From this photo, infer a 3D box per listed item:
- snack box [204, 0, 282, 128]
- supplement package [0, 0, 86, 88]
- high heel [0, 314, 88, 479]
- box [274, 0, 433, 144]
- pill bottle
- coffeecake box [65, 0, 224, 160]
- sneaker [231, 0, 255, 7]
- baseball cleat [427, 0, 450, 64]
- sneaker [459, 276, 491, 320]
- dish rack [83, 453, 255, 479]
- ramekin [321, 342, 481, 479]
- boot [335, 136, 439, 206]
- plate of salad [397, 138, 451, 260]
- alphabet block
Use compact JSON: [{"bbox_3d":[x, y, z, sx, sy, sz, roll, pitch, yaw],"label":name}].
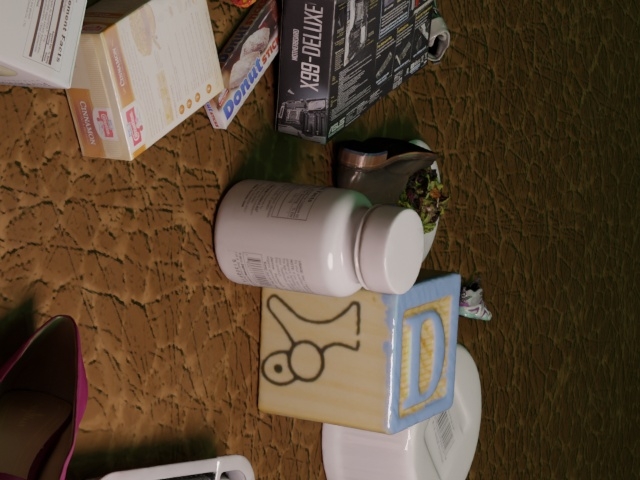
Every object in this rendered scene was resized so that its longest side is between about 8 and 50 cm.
[{"bbox_3d":[-0.092,-0.215,1.798,0.178,0.022,0.064,-60,144,-36],"label":"snack box"},{"bbox_3d":[-0.334,-0.249,1.183,0.263,0.199,0.198,18,81,-60],"label":"supplement package"},{"bbox_3d":[-0.275,0.167,1.336,0.377,0.127,0.181,-157,-100,-81],"label":"high heel"},{"bbox_3d":[0.054,-0.293,1.936,0.307,0.076,0.242,-42,143,-50],"label":"box"},{"bbox_3d":[0.000,0.000,1.793,0.131,0.229,0.131,-21,114,-58],"label":"pill bottle"},{"bbox_3d":[-0.189,-0.189,1.586,0.185,0.068,0.142,-45,133,-48],"label":"coffeecake box"},{"bbox_3d":[-0.074,-0.359,1.763,0.067,0.064,0.175,5,94,-71],"label":"sneaker"},{"bbox_3d":[0.143,-0.340,2.102,0.072,0.109,0.206,-27,131,-4],"label":"baseball cleat"},{"bbox_3d":[0.257,0.094,2.461,0.098,0.038,0.069,13,86,-61],"label":"sneaker"},{"bbox_3d":[-0.198,0.384,1.683,0.333,0.072,0.285,6,91,-61],"label":"dish rack"},{"bbox_3d":[0.126,0.261,2.166,0.277,0.135,0.277,-19,112,-58],"label":"ramekin"},{"bbox_3d":[0.086,-0.085,2.101,0.219,0.082,0.106,-6,114,-53],"label":"boot"},{"bbox_3d":[0.143,-0.050,2.222,0.200,0.048,0.199,-17,109,-58],"label":"plate of salad"},{"bbox_3d":[0.051,0.131,1.945,0.193,0.197,0.192,-7,103,-60],"label":"alphabet block"}]
